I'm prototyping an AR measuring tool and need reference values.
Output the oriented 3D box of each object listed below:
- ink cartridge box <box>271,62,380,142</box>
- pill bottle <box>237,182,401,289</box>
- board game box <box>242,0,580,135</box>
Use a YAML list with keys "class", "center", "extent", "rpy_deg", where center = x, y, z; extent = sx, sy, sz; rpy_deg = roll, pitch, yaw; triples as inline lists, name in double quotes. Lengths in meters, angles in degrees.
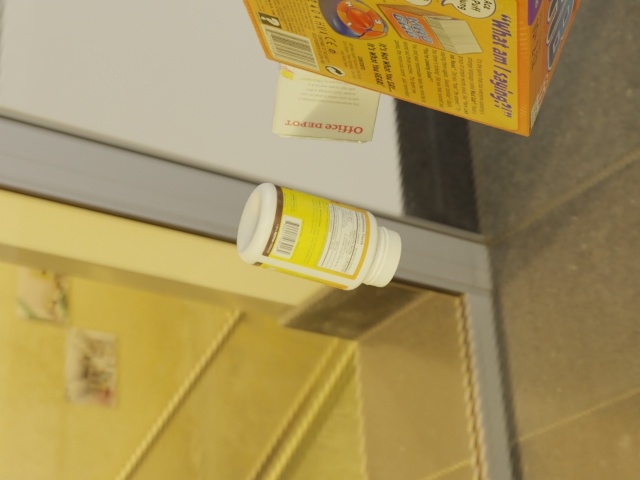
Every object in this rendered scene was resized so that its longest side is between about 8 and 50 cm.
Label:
- class: "ink cartridge box"
  center: [0.015, -0.259, 1.903]
  extent: [0.093, 0.154, 0.212]
  rpy_deg: [-97, 13, -56]
- class: "pill bottle"
  center: [0.000, 0.000, 1.795]
  extent: [0.117, 0.215, 0.117]
  rpy_deg: [-164, 90, -70]
- class: "board game box"
  center: [0.130, -0.389, 1.469]
  extent: [0.356, 0.356, 0.356]
  rpy_deg: [66, -135, -69]
